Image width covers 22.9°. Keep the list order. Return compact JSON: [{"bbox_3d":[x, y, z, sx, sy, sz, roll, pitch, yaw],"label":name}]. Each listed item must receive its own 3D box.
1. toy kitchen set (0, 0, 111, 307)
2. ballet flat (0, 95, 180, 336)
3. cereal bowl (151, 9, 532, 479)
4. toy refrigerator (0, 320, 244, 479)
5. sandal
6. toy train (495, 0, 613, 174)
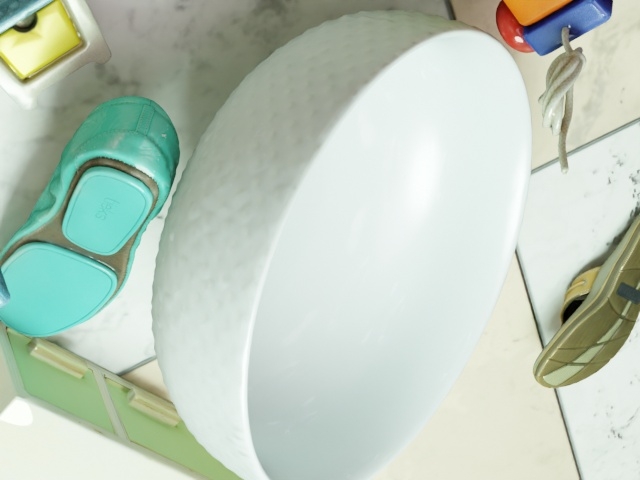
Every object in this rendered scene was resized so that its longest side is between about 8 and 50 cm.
[{"bbox_3d":[-0.198,-0.081,0.923,0.166,0.207,0.122,-32,132,-1],"label":"toy kitchen set"},{"bbox_3d":[-0.152,-0.017,1.059,0.083,0.087,0.247,27,144,-13],"label":"ballet flat"},{"bbox_3d":[0.000,0.000,1.076,0.339,0.141,0.339,-37,139,-42],"label":"cereal bowl"},{"bbox_3d":[-0.157,0.161,1.189,0.269,0.102,0.094,32,106,-37],"label":"toy refrigerator"},{"bbox_3d":[0.235,0.046,1.325,0.072,0.049,0.180,30,93,-43],"label":"sandal"},{"bbox_3d":[0.121,-0.177,0.994,0.143,0.248,0.105,30,144,-27],"label":"toy train"}]
